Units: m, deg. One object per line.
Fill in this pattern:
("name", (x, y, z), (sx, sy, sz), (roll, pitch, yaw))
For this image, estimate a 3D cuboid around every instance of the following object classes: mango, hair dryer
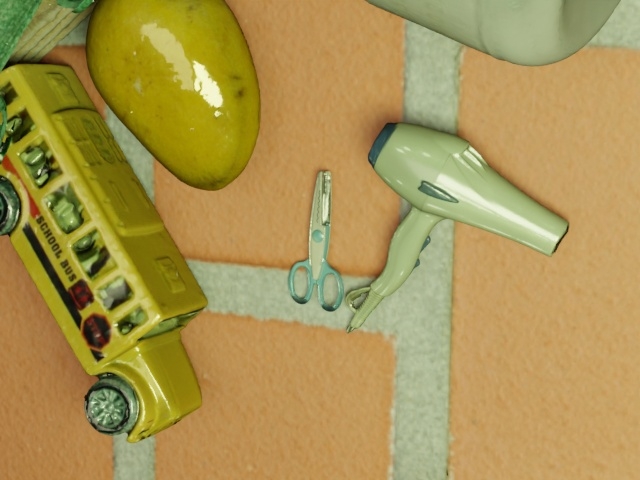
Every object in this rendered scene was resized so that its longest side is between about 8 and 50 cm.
("mango", (-0.119, -0.135, 1.203), (0.137, 0.098, 0.195), (-18, 98, 24))
("hair dryer", (0.106, 0.013, 1.151), (0.167, 0.067, 0.199), (18, 117, 16))

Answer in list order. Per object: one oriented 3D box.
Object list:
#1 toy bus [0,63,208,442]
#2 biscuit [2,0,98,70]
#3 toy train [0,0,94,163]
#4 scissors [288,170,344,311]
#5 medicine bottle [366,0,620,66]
("toy bus", (-0.201, 0.008, 1.254), (0.123, 0.121, 0.335), (-34, 83, 19))
("biscuit", (-0.321, -0.201, 1.294), (0.426, 0.078, 0.144), (-36, 81, 25))
("toy train", (-0.290, -0.190, 1.171), (0.307, 0.126, 0.189), (-56, 39, 13))
("scissors", (0.000, 0.000, 1.212), (0.058, 0.014, 0.119), (14, 106, 34))
("medicine bottle", (0.077, -0.281, 0.999), (0.306, 0.245, 0.245), (26, 109, 20))
